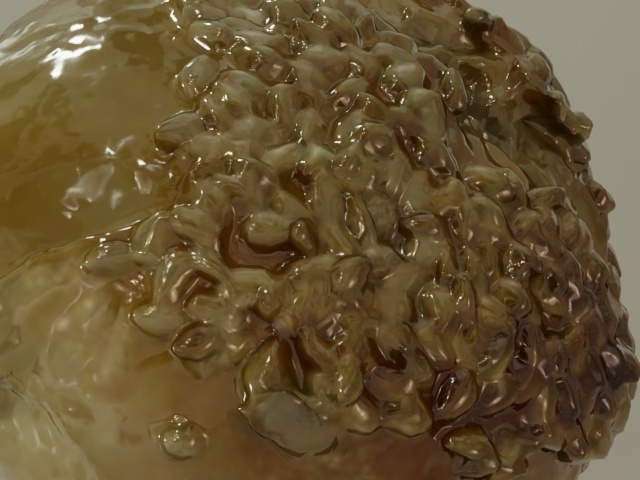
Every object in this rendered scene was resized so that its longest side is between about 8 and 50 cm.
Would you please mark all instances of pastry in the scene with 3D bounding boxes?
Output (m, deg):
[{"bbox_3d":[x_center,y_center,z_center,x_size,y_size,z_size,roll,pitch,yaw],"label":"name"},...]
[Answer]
[{"bbox_3d":[0.000,0.000,0.656,0.184,0.284,0.315,-47,-6,30],"label":"pastry"}]
